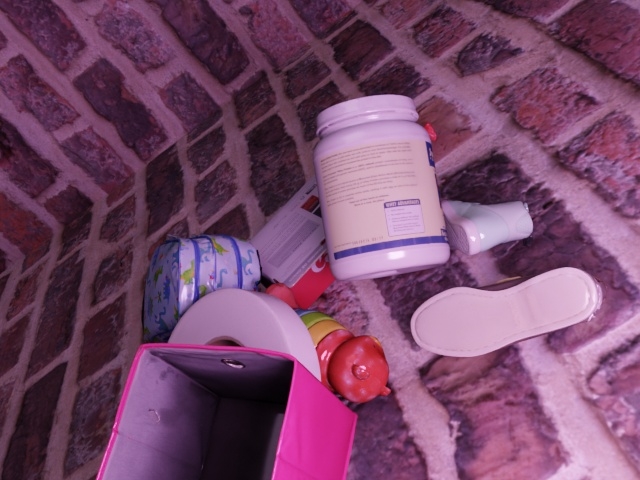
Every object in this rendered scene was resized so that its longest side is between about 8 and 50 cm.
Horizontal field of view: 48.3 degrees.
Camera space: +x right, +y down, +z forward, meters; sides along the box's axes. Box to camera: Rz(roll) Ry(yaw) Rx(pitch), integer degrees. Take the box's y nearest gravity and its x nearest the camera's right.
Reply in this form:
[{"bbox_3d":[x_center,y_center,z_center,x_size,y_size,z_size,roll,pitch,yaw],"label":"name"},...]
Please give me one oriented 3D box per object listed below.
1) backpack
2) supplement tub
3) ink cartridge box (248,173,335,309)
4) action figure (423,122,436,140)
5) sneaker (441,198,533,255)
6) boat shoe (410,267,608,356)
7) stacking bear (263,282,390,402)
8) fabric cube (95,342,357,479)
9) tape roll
[{"bbox_3d":[-0.270,0.114,1.597,0.355,0.273,0.290,-8,70,42],"label":"backpack"},{"bbox_3d":[0.112,-0.096,1.394,0.235,0.235,0.325,-14,82,37],"label":"supplement tub"},{"bbox_3d":[0.000,0.000,1.632,0.309,0.130,0.272,-46,32,-11],"label":"ink cartridge box"},{"bbox_3d":[0.191,-0.170,1.699,0.091,0.139,0.280,-11,17,43],"label":"action figure"},{"bbox_3d":[0.320,-0.036,1.389,0.151,0.094,0.256,-14,15,-4],"label":"sneaker"},{"bbox_3d":[0.304,0.118,1.173,0.324,0.096,0.117,-21,75,35],"label":"boat shoe"},{"bbox_3d":[0.007,0.211,1.329,0.289,0.175,0.164,15,62,46],"label":"stacking bear"},{"bbox_3d":[-0.121,0.313,1.005,0.254,0.258,0.259,0,62,24],"label":"fabric cube"},{"bbox_3d":[-0.162,0.282,1.310,0.392,0.072,0.392,-12,73,41],"label":"tape roll"}]
